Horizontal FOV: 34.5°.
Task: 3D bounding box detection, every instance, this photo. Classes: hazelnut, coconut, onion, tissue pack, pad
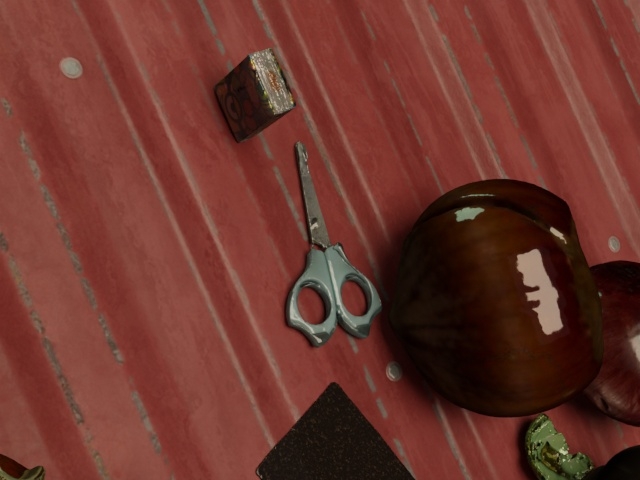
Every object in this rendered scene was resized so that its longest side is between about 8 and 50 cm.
[{"bbox_3d":[0.305,0.097,1.759,0.359,0.359,0.409,-13,75,-35],"label":"hazelnut"},{"bbox_3d":[0.428,0.398,1.919,0.133,0.055,0.158,-37,96,-34],"label":"coconut"},{"bbox_3d":[0.625,0.178,1.977,0.347,0.285,0.348,13,60,-24],"label":"onion"},{"bbox_3d":[-0.110,-0.236,1.695,0.060,0.148,0.109,-25,91,-31],"label":"tissue pack"},{"bbox_3d":[0.060,0.424,1.702,0.330,0.004,0.220,52,56,-10],"label":"pad"}]

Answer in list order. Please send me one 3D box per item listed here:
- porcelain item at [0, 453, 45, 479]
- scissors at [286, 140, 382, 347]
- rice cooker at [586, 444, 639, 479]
[{"bbox_3d":[-0.428,0.374,1.262,0.253,0.253,0.253,10,71,-31],"label":"porcelain item"},{"bbox_3d":[0.001,0.000,1.771,0.191,0.029,0.360,-6,80,-33],"label":"scissors"},{"bbox_3d":[0.571,0.560,1.816,0.325,0.335,0.335,-35,97,-35],"label":"rice cooker"}]
